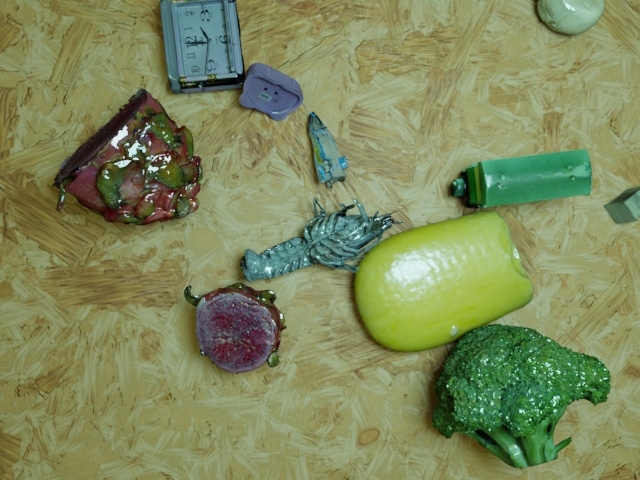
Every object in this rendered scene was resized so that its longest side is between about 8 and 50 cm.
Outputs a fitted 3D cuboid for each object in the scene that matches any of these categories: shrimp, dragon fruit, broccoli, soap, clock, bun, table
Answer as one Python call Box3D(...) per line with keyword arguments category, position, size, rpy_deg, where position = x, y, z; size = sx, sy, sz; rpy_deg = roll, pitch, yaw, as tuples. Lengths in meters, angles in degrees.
Box3D(category="shrimp", position=(0.004, 0.000, 1.079), size=(0.411, 0.166, 0.221), rpy_deg=(-24, 71, 10))
Box3D(category="dragon fruit", position=(-0.201, 0.195, 1.073), size=(0.282, 0.147, 0.211), rpy_deg=(39, 96, 1))
Box3D(category="broccoli", position=(0.428, 0.342, 0.990), size=(0.414, 0.309, 0.321), rpy_deg=(-25, 123, 23))
Box3D(category="soap", position=(0.297, 0.110, 1.106), size=(0.428, 0.115, 0.305), rpy_deg=(-18, 95, -3))
Box3D(category="clock", position=(-0.127, -0.373, 1.095), size=(0.153, 0.110, 0.050), rpy_deg=(16, 52, -32))
Box3D(category="bun", position=(0.651, -0.630, 1.152), size=(0.188, 0.111, 0.164), rpy_deg=(46, 70, 2))
Box3D(category="clock", position=(-0.295, -0.495, 1.102), size=(0.187, 0.083, 0.252), rpy_deg=(-6, 89, -3))
Box3D(category="dragon fruit", position=(-0.416, -0.148, 1.019), size=(0.314, 0.296, 0.263), rpy_deg=(-47, 126, -6))
Box3D(category="table", position=(0.828, -0.095, 1.157), size=(0.083, 0.079, 0.062), rpy_deg=(-36, 90, -5))

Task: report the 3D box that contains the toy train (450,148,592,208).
Box3D(category="toy train", position=(0.487, -0.149, 1.080), size=(0.301, 0.202, 0.120), rpy_deg=(-7, 93, -4))

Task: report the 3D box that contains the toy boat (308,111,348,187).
Box3D(category="toy boat", position=(0.011, -0.241, 1.127), size=(0.085, 0.066, 0.210), rpy_deg=(-12, 79, -36))
